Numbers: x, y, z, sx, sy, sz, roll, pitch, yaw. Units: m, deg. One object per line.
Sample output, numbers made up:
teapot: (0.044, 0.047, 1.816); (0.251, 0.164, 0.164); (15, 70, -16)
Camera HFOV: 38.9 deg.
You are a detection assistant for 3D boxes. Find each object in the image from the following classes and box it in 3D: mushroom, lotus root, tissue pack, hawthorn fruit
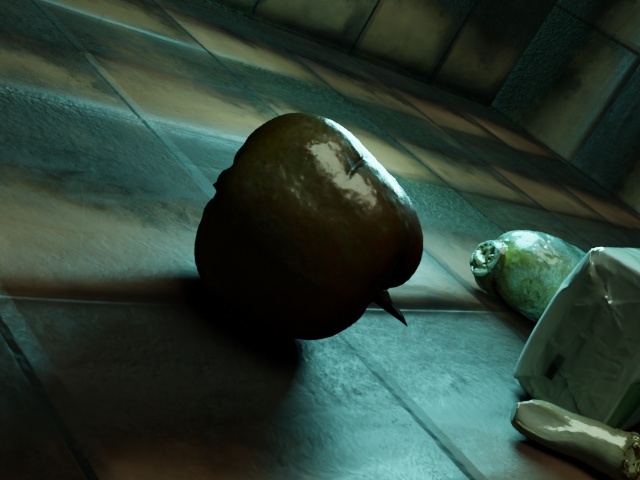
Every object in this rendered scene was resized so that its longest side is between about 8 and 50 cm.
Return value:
mushroom: (0.359, 0.279, 1.273); (0.209, 0.084, 0.071); (23, -21, -6)
lotus root: (0.456, 0.082, 1.741); (0.349, 0.175, 0.175); (21, 22, -26)
tissue pack: (0.494, 0.156, 1.459); (0.194, 0.266, 0.356); (37, 20, 30)
hawthorn fruit: (0.000, 0.000, 1.136); (0.301, 0.268, 0.268); (40, 20, -2)
